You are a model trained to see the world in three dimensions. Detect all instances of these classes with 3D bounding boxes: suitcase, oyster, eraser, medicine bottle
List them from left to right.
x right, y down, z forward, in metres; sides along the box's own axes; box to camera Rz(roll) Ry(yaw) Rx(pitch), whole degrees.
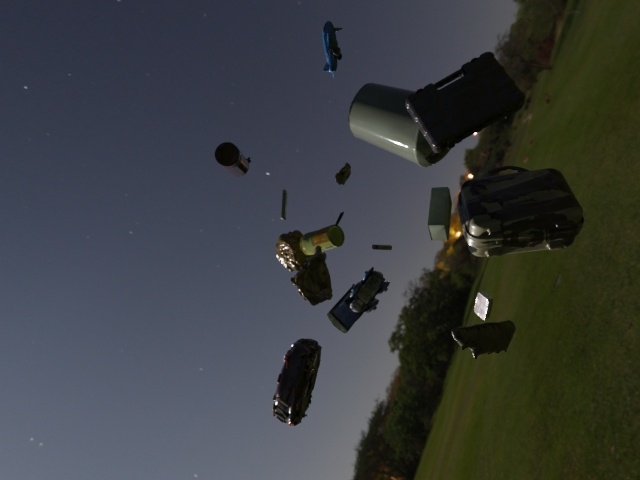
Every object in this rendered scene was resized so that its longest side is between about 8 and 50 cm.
[{"bbox_3d":[-0.023,0.154,1.695,0.396,0.111,0.204,-42,-63,-72],"label":"oyster"},{"bbox_3d":[0.000,0.000,2.136,0.124,0.239,0.124,19,-116,-44],"label":"medicine bottle"},{"bbox_3d":[0.157,-0.441,2.794,0.165,0.053,0.108,-45,-60,-17],"label":"oyster"},{"bbox_3d":[0.417,-0.402,1.230,0.286,0.206,0.066,-28,-20,7],"label":"suitcase"},{"bbox_3d":[0.650,0.259,1.674,0.026,0.065,0.105,-12,-58,-16],"label":"eraser"},{"bbox_3d":[0.644,-0.109,1.401,0.339,0.352,0.193,-86,-16,-44],"label":"suitcase"}]

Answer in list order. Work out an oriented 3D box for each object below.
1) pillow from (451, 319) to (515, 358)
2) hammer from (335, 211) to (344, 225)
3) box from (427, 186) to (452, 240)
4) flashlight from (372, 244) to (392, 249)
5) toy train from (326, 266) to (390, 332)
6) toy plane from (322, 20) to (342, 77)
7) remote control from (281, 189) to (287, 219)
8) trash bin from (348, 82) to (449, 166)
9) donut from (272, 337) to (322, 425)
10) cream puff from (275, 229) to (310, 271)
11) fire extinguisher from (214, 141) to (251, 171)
[{"bbox_3d":[0.469,0.279,1.182,0.241,0.051,0.093,-1,-102,-28],"label":"pillow"},{"bbox_3d":[0.091,-0.095,2.487,0.178,0.065,0.021,-62,12,-1],"label":"hammer"},{"bbox_3d":[0.572,-0.128,2.007,0.129,0.086,0.225,58,-140,-50],"label":"box"},{"bbox_3d":[0.235,0.026,1.603,0.083,0.018,0.018,3,-77,-30],"label":"flashlight"},{"bbox_3d":[0.168,0.239,1.733,0.202,0.131,0.300,-51,-8,32],"label":"toy train"},{"bbox_3d":[0.059,-1.006,2.195,0.254,0.105,0.271,-32,-55,-81],"label":"toy plane"},{"bbox_3d":[-0.151,-0.148,1.750,0.053,0.018,0.124,41,-128,-84],"label":"remote control"},{"bbox_3d":[0.352,-0.483,1.733,0.280,0.432,0.280,-30,-45,-35],"label":"trash bin"},{"bbox_3d":[-0.069,0.428,1.285,0.270,0.103,0.269,12,-90,-81],"label":"donut"},{"bbox_3d":[-0.151,0.063,2.452,0.196,0.244,0.244,-39,-32,-18],"label":"cream puff"},{"bbox_3d":[-0.413,-0.388,2.055,0.135,0.114,0.337,-44,-2,-2],"label":"fire extinguisher"}]
